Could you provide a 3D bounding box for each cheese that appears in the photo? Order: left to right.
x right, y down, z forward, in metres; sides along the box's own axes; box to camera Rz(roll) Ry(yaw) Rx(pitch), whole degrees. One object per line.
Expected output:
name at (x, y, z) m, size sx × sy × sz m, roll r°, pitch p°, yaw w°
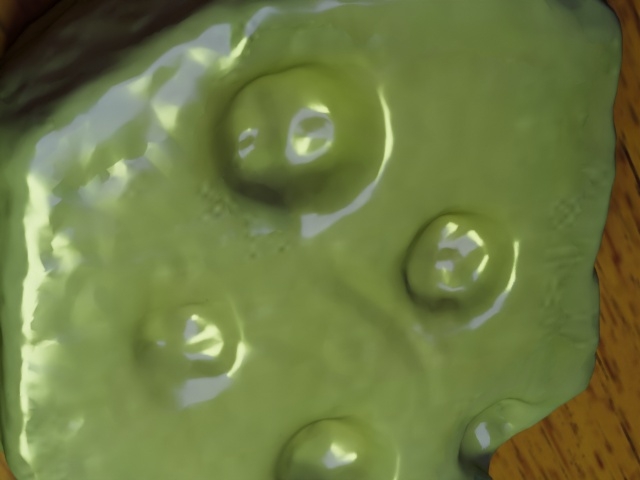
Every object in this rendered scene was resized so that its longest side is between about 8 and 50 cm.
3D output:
cheese at (0.000, 0.000, 0.738) m, size 0.326 × 0.115 × 0.318 m, roll -42°, pitch 123°, yaw 5°
